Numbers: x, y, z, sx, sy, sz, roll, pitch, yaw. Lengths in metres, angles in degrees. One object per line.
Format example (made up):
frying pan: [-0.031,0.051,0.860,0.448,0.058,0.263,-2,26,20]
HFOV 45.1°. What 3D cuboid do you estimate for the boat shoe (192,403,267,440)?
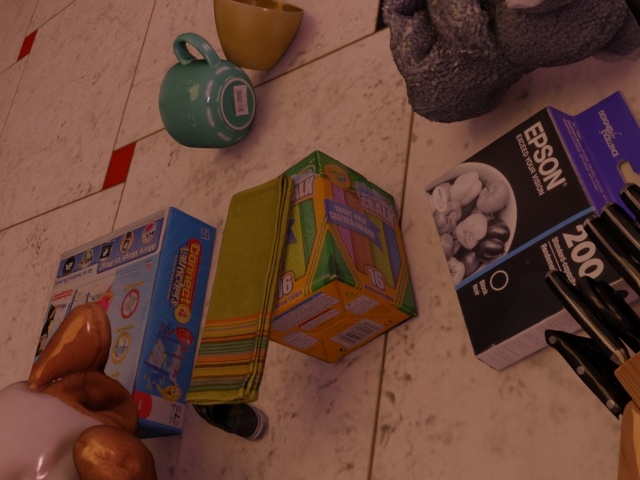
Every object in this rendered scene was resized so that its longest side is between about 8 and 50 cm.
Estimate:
boat shoe: [-0.119,0.201,0.927,0.142,0.040,0.049,9,76,49]

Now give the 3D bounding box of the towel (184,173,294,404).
towel: [-0.083,0.048,0.782,0.102,0.021,0.237,-14,58,42]

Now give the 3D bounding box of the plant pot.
plant pot: [-0.099,-0.308,1.149,0.134,0.134,0.095,43,127,50]

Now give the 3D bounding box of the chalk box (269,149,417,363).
chalk box: [0.000,0.000,0.841,0.132,0.132,0.213,-34,47,31]

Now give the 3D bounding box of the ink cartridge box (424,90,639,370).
ink cartridge box: [0.207,-0.019,0.698,0.208,0.045,0.206,-34,47,28]

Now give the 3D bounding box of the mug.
mug: [-0.162,-0.206,1.117,0.097,0.158,0.129,7,65,35]

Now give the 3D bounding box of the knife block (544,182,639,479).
knife block: [0.277,0.083,0.488,0.276,0.088,0.241,1,81,46]

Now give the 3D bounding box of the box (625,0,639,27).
box: [0.428,-0.042,0.216,0.480,0.297,0.471,-35,36,25]

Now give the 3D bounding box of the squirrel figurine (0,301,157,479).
squirrel figurine: [-0.238,0.345,0.827,0.370,0.281,0.396,37,139,24]

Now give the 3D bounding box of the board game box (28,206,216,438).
board game box: [-0.301,0.136,1.128,0.308,0.086,0.301,-17,57,41]

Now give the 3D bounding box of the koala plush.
koala plush: [0.190,-0.213,0.731,0.221,0.196,0.203,7,85,49]
